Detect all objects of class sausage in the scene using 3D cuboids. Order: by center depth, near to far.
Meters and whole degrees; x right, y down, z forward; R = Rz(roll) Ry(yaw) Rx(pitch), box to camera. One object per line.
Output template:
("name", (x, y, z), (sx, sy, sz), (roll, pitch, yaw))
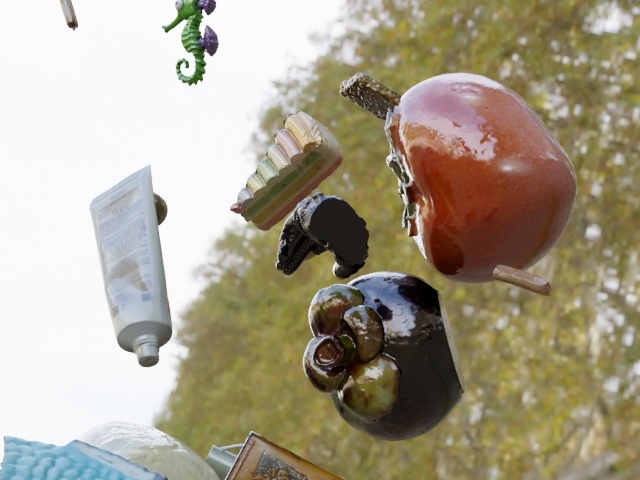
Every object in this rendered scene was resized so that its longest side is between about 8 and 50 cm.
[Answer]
("sausage", (-0.298, -0.284, 1.616), (0.015, 0.100, 0.015), (-17, -24, -8))
("sausage", (0.288, 0.057, 1.978), (0.026, 0.026, 0.116), (30, -5, -32))

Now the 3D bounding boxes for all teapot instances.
("teapot", (-0.335, -0.076, 2.578), (0.085, 0.110, 0.080), (-19, -16, 9))

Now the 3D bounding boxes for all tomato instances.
("tomato", (0.256, -0.106, 2.220), (0.272, 0.341, 0.341), (-13, -22, -3))

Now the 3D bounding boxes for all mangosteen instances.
("mangosteen", (0.098, 0.179, 2.166), (0.233, 0.288, 0.287), (-8, -26, 12))

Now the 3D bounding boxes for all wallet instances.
("wallet", (-0.056, 0.356, 1.880), (0.161, 0.195, 0.042), (29, -52, 1))

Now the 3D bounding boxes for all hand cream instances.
("hand cream", (-0.271, 0.041, 2.023), (0.124, 0.341, 0.078), (-31, -42, 20))

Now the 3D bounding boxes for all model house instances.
("model house", (-0.311, 0.419, 1.759), (0.241, 0.261, 0.226), (8, 24, -15))

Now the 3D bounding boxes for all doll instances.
("doll", (-0.245, -0.387, 2.624), (0.115, 0.190, 0.050), (-9, -4, 30))

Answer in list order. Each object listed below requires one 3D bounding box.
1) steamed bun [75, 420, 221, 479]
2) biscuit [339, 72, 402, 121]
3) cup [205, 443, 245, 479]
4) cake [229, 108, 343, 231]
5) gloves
("steamed bun", (-0.256, 0.418, 2.183), (0.272, 0.273, 0.290), (-3, 13, -30))
("biscuit", (0.142, -0.215, 2.400), (0.231, 0.025, 0.131), (29, -11, -11))
("cup", (-0.159, 0.394, 2.448), (0.083, 0.054, 0.075), (26, -54, 2))
("cake", (-0.055, -0.110, 2.459), (0.090, 0.225, 0.109), (40, 9, 39))
("gloves", (-0.001, -0.003, 2.057), (0.129, 0.106, 0.180), (11, -10, -21))
